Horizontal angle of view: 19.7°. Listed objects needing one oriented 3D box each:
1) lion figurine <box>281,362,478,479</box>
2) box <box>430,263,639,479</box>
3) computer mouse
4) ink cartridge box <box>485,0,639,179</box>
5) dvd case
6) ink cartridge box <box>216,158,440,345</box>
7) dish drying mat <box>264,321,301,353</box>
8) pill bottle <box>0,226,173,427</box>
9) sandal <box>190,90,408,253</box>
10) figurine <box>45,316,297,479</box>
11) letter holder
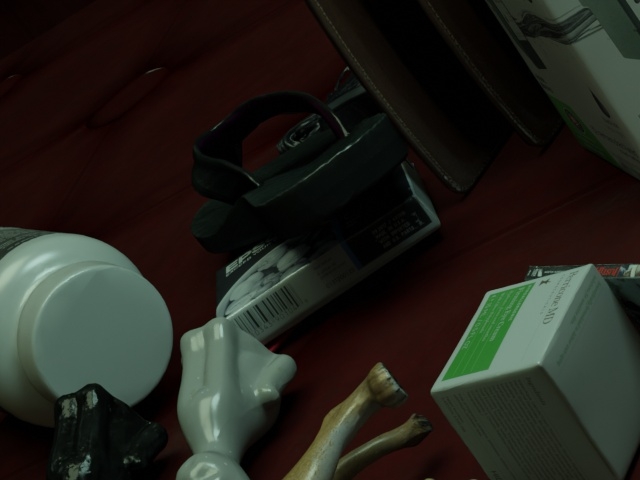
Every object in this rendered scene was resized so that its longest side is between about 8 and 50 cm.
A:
[{"bbox_3d":[-0.002,0.222,1.067,0.240,0.142,0.392,-43,5,5],"label":"lion figurine"},{"bbox_3d":[0.140,0.089,1.124,0.087,0.102,0.101,-17,26,40],"label":"box"},{"bbox_3d":[0.074,-0.153,1.846,0.188,0.072,0.272,-47,9,-20],"label":"computer mouse"},{"bbox_3d":[0.202,-0.186,1.383,0.114,0.273,0.198,-37,19,-1],"label":"ink cartridge box"},{"bbox_3d":[0.193,0.046,1.156,0.119,0.087,0.013,-4,48,56],"label":"dvd case"},{"bbox_3d":[0.000,0.000,1.637,0.206,0.045,0.208,-34,15,7],"label":"ink cartridge box"},{"bbox_3d":[-0.046,0.093,1.571,0.083,0.008,0.032,-48,22,-26],"label":"dish drying mat"},{"bbox_3d":[-0.256,0.079,1.707,0.176,0.176,0.318,-44,21,-20],"label":"pill bottle"},{"bbox_3d":[-0.036,-0.078,1.652,0.167,0.107,0.446,-37,7,-14],"label":"sandal"},{"bbox_3d":[-0.123,0.181,1.412,0.215,0.092,0.209,-28,29,22],"label":"figurine"},{"bbox_3d":[0.124,-0.215,1.539,0.152,0.302,0.214,-14,30,48],"label":"letter holder"}]
